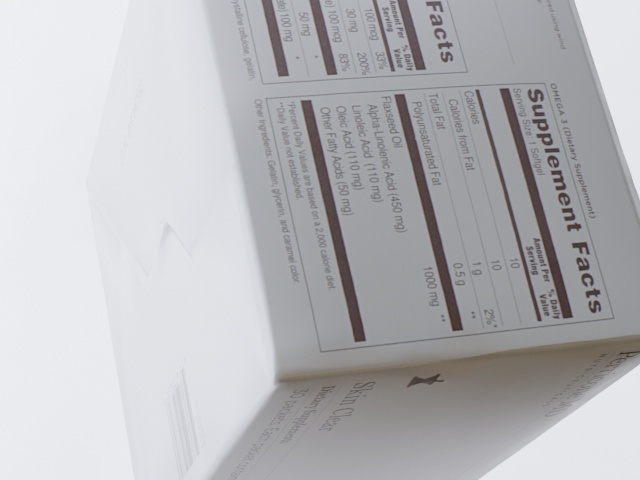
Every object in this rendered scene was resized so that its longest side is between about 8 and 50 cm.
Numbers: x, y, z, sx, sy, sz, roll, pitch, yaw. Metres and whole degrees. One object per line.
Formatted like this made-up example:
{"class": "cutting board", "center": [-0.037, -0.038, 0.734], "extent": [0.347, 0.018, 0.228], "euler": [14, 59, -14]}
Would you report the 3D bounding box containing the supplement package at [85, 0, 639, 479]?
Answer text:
{"class": "supplement package", "center": [0.000, 0.000, 0.577], "extent": [0.145, 0.204, 0.262], "euler": [-6, -23, -18]}
